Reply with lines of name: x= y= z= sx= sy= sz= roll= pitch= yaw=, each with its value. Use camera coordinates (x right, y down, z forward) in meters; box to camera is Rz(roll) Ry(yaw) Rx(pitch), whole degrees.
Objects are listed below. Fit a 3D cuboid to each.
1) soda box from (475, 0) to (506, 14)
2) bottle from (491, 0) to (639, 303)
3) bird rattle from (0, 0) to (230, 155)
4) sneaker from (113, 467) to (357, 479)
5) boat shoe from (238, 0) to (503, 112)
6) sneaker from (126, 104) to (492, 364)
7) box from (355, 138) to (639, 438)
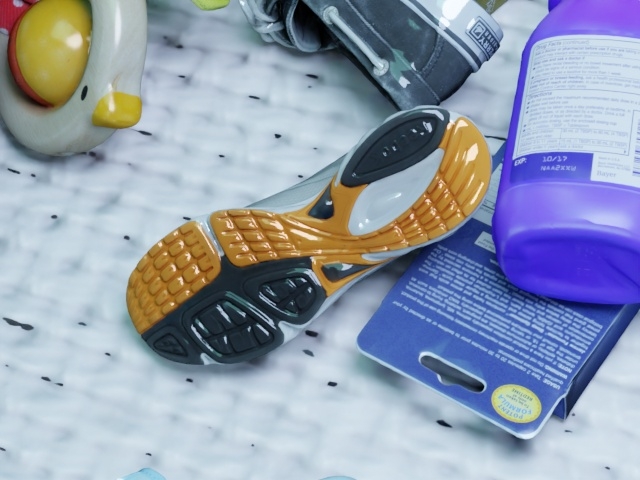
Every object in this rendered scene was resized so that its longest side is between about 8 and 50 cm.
soda box: x=0.066 y=-0.236 z=1.286 sx=0.061 sy=0.058 sz=0.181 roll=-42 pitch=72 yaw=-18
bottle: x=0.183 y=-0.095 z=1.132 sx=0.118 sy=0.092 sz=0.283 roll=6 pitch=56 yaw=11
bird rattle: x=-0.188 y=-0.163 z=1.234 sx=0.253 sy=0.143 sz=0.207 roll=-5 pitch=81 yaw=39
sneaker: x=-0.131 y=0.211 z=1.005 sx=0.366 sy=0.135 sz=0.150 roll=-5 pitch=48 yaw=-5
boat shoe: x=-0.005 y=-0.180 z=1.252 sx=0.105 sy=0.113 sz=0.306 roll=-48 pitch=57 yaw=0
sneaker: x=0.000 y=0.000 z=1.148 sx=0.262 sy=0.121 sz=0.099 roll=-26 pitch=90 yaw=14
box: x=0.136 y=0.022 z=1.135 sx=0.136 sy=0.036 sz=0.225 roll=27 pitch=62 yaw=24
